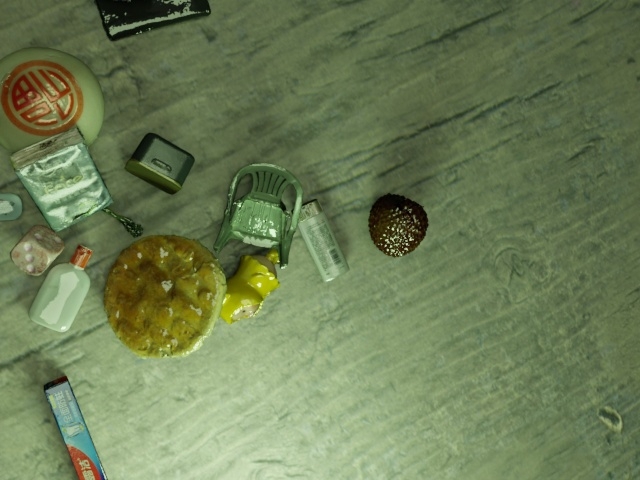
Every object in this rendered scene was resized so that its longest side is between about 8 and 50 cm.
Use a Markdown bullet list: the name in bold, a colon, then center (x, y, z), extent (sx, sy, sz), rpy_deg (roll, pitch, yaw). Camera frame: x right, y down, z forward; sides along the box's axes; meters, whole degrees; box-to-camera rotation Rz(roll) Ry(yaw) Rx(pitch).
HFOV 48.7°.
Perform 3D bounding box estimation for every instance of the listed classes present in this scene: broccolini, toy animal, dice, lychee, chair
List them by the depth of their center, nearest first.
- **dice**: center (-0.694, 0.024, 1.733), extent (0.091, 0.094, 0.093), rpy_deg (42, 110, -16)
- **broccolini**: center (-0.526, -0.054, 1.841), extent (0.140, 0.030, 0.035), rpy_deg (32, 117, -12)
- **chair**: center (-0.151, -0.077, 1.856), extent (0.204, 0.274, 0.190), rpy_deg (13, 109, -6)
- **toy animal**: center (-0.191, 0.115, 1.886), extent (0.230, 0.156, 0.156), rpy_deg (-44, 104, -17)
- **lychee**: center (0.217, -0.042, 2.004), extent (0.188, 0.188, 0.187), rpy_deg (0, 91, -18)

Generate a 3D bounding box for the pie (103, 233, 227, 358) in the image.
- **pie**: center (-0.395, 0.139, 1.789), extent (0.340, 0.083, 0.339), rpy_deg (0, 89, 14)

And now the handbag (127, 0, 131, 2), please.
- **handbag**: center (-0.515, -0.704, 1.760), extent (0.229, 0.127, 0.207), rpy_deg (13, 72, -16)

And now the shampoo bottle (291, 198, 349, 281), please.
- **shampoo bottle**: center (0.000, 0.000, 1.994), extent (0.086, 0.056, 0.227), rpy_deg (-27, 99, -13)

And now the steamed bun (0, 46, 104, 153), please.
- **steamed bun**: center (-0.666, -0.331, 1.704), extent (0.283, 0.177, 0.282), rpy_deg (-1, 92, -18)

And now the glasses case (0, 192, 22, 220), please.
- **glasses case**: center (-0.824, -0.078, 1.727), extent (0.179, 0.045, 0.067), rpy_deg (-5, 92, -18)

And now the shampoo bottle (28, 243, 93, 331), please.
- **shampoo bottle**: center (-0.643, 0.115, 1.788), extent (0.108, 0.051, 0.220), rpy_deg (27, 83, -14)

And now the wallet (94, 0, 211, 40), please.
- **wallet**: center (-0.439, -0.627, 1.850), extent (0.286, 0.030, 0.145), rpy_deg (-21, 98, -16)

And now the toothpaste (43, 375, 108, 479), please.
- **toothpaste**: center (-0.615, 0.505, 1.793), extent (0.066, 0.076, 0.320), rpy_deg (-22, 99, -20)

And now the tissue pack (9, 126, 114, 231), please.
- **tissue pack**: center (-0.619, -0.144, 1.711), extent (0.174, 0.235, 0.073), rpy_deg (-27, 55, -15)

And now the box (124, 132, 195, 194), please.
- **box**: center (-0.404, -0.193, 1.784), extent (0.145, 0.201, 0.090), rpy_deg (30, 78, -15)
